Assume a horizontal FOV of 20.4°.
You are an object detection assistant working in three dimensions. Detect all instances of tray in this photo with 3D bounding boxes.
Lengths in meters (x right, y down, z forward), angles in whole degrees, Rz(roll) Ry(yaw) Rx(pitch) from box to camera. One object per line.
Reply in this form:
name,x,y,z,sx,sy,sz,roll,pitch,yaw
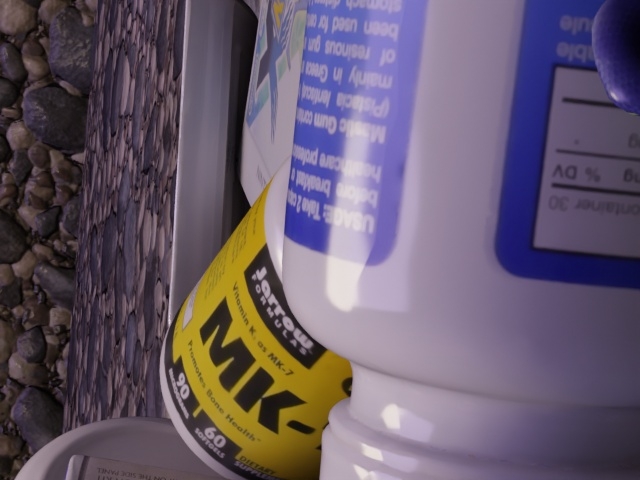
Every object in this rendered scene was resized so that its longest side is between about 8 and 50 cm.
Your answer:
tray,-0.069,-0.059,1.293,0.145,0.030,0.270,30,-119,-73

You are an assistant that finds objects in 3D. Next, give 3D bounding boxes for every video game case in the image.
video game case,0.006,-0.140,1.080,0.300,0.036,0.329,-116,33,-65

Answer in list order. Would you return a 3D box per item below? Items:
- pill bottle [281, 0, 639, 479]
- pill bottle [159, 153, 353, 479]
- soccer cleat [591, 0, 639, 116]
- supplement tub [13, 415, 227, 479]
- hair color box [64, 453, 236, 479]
pill bottle,0.068,-0.037,0.537,0.152,0.152,0.272,-145,61,-75
pill bottle,0.015,0.023,0.784,0.208,0.119,0.119,128,146,-52
soccer cleat,0.140,-0.099,0.320,0.289,0.121,0.093,115,156,-55
supplement tub,-0.123,0.268,1.146,0.191,0.191,0.272,-103,22,-52
hair color box,-0.036,0.238,0.698,0.339,0.185,0.110,-89,9,-56
